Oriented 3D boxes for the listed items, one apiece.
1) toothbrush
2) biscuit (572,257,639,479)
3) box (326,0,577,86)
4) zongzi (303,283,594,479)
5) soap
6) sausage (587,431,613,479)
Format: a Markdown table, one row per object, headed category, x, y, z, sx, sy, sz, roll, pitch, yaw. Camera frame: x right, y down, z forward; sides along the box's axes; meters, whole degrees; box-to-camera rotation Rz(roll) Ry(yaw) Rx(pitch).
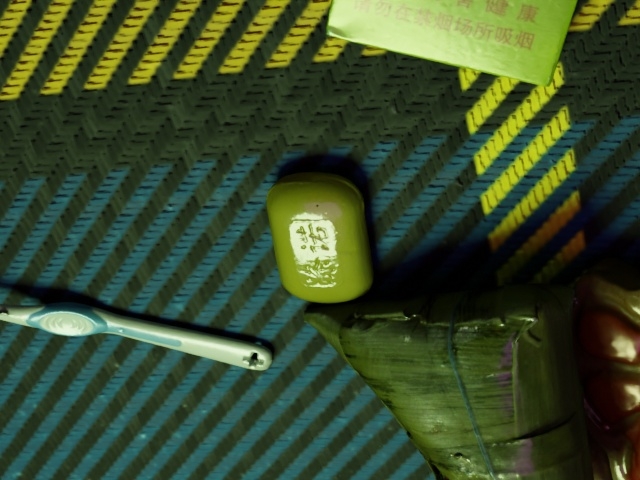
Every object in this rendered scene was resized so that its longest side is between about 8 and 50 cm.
| category | x | y | z | sx | sy | sz | roll | pitch | yaw |
| --- | --- | --- | --- | --- | --- | --- | --- | --- | --- |
| toothbrush | -0.236 | 0.080 | 1.320 | 0.386 | 0.040 | 0.040 | 13 | 127 | 2 |
| biscuit | 0.378 | 0.108 | 1.137 | 0.359 | 0.074 | 0.381 | -11 | 108 | 30 |
| box | 0.122 | -0.282 | 0.981 | 0.187 | 0.047 | 0.335 | 14 | 126 | 2 |
| zongzi | 0.107 | 0.170 | 1.210 | 0.274 | 0.125 | 0.251 | -6 | 91 | 34 |
| soap | 0.000 | 0.001 | 1.211 | 0.089 | 0.045 | 0.140 | -3 | 125 | 9 |
| sausage | 0.147 | 0.363 | 1.387 | 0.123 | 0.136 | 0.501 | -2 | 137 | -36 |
